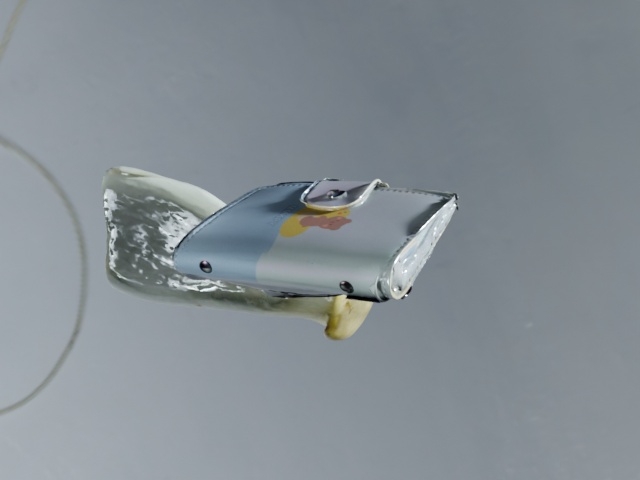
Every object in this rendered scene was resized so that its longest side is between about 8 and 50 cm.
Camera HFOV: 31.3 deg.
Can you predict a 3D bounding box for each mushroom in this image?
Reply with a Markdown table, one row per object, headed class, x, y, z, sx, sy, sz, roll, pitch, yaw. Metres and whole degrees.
| class | x | y | z | sx | sy | sz | roll | pitch | yaw |
| --- | --- | --- | --- | --- | --- | --- | --- | --- | --- |
| mushroom | -0.098 | 0.021 | 1.321 | 0.328 | 0.159 | 0.122 | 14 | 49 | 11 |

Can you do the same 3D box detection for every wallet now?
| class | x | y | z | sx | sy | sz | roll | pitch | yaw |
| --- | --- | --- | --- | --- | --- | --- | --- | --- | --- |
| wallet | 0.000 | 0.000 | 1.043 | 0.170 | 0.231 | 0.069 | -45 | 132 | -47 |
